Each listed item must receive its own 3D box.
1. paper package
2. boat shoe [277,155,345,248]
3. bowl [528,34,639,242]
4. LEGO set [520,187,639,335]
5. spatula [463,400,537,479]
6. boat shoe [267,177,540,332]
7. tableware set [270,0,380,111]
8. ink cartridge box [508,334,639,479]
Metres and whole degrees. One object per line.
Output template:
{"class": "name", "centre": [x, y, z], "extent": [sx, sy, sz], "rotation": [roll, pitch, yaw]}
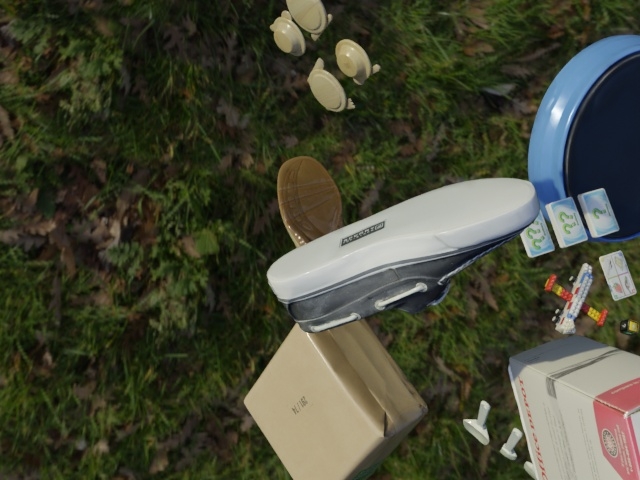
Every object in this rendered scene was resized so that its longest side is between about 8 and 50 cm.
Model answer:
{"class": "paper package", "centre": [0.026, 0.350, 1.766], "extent": [0.168, 0.309, 0.324], "rotation": [-13, 148, -42]}
{"class": "boat shoe", "centre": [0.000, 0.000, 1.623], "extent": [0.123, 0.123, 0.341], "rotation": [-19, 70, -12]}
{"class": "bowl", "centre": [0.560, -0.178, 1.534], "extent": [0.392, 0.077, 0.390], "rotation": [-9, 111, -25]}
{"class": "LEGO set", "centre": [0.430, 0.046, 1.324], "extent": [0.183, 0.060, 0.244], "rotation": [-15, 83, -21]}
{"class": "spatula", "centre": [0.306, 0.333, 1.356], "extent": [0.168, 0.242, 0.019], "rotation": [39, 77, 21]}
{"class": "boat shoe", "centre": [0.093, 0.026, 0.874], "extent": [0.301, 0.108, 0.102], "rotation": [-21, 112, 19]}
{"class": "tableware set", "centre": [-0.001, -0.237, 1.027], "extent": [0.020, 0.141, 0.168], "rotation": [-43, 99, -26]}
{"class": "ink cartridge box", "centre": [0.360, 0.246, 1.012], "extent": [0.117, 0.283, 0.207], "rotation": [-17, 98, -10]}
